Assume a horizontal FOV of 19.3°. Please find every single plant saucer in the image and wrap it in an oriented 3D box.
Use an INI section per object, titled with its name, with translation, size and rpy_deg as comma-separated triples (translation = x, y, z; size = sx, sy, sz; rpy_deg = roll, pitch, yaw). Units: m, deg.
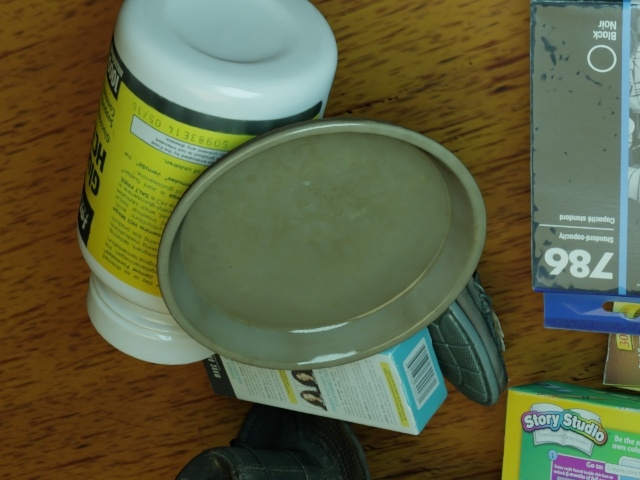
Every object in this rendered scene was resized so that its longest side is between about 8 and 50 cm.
[plant saucer]
translation = 0.000, 0.000, 1.567
size = 0.278, 0.041, 0.278
rpy_deg = -7, 134, -8

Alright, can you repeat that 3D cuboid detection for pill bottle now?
[pill bottle]
translation = -0.111, -0.056, 1.644
size = 0.188, 0.188, 0.334
rpy_deg = 20, 129, 3

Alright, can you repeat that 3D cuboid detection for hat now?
[hat]
translation = -0.081, 0.295, 1.821
size = 0.134, 0.331, 0.331
rpy_deg = 6, 137, -30

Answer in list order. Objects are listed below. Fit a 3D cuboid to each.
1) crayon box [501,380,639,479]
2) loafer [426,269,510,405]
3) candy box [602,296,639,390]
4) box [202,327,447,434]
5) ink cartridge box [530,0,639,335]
[crayon box]
translation = 0.298, 0.228, 1.697
size = 0.278, 0.081, 0.165
rpy_deg = 7, 96, 36
[loafer]
translation = 0.115, 0.033, 1.707
size = 0.096, 0.084, 0.267
rpy_deg = 13, 142, 53
[candy box]
translation = 0.353, 0.092, 1.690
size = 0.187, 0.053, 0.109
rpy_deg = 10, 128, 13
[box]
translation = -0.006, 0.109, 1.769
size = 0.244, 0.060, 0.100
rpy_deg = 8, 132, 36
[ink cartridge box]
translation = 0.260, -0.052, 1.572
size = 0.165, 0.065, 0.332
rpy_deg = 3, 117, 15
